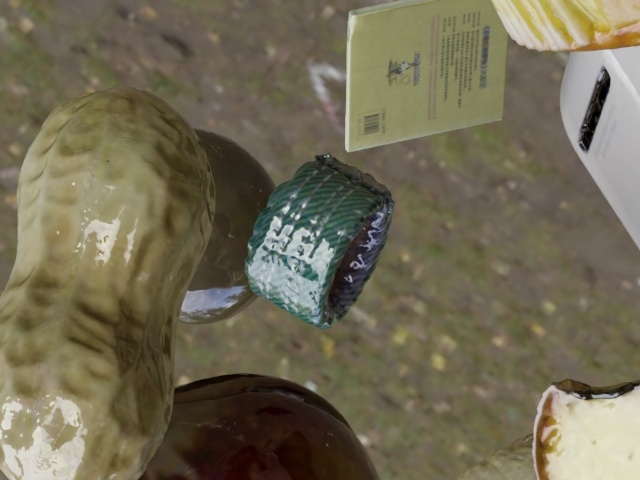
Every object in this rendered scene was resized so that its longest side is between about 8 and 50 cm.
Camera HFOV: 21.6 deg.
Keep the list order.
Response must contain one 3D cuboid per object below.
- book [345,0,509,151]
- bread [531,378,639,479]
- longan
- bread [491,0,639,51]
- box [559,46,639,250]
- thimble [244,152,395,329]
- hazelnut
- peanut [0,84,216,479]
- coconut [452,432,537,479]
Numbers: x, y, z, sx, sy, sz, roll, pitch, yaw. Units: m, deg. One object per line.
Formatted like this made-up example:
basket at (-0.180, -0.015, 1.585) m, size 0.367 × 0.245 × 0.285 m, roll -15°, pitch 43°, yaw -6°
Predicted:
book at (0.116, -0.185, 1.801) m, size 0.013 × 0.192 × 0.168 m, roll -127°, pitch 30°, yaw -50°
bread at (0.203, 0.180, 0.879) m, size 0.129 × 0.134 × 0.260 m, roll -15°, pitch 92°, yaw 19°
longan at (-0.164, -0.017, 2.242) m, size 0.258 × 0.258 × 0.258 m, roll 27°, pitch 152°, yaw 16°
bread at (0.207, -0.209, 1.028) m, size 0.250 × 0.179 × 0.133 m, roll -19°, pitch 126°, yaw 29°
box at (0.353, -0.084, 1.567) m, size 0.349 × 0.141 × 0.289 m, roll 61°, pitch 168°, yaw 23°
thimble at (-0.001, 0.002, 1.461) m, size 0.090 × 0.118 × 0.135 m, roll 30°, pitch 121°, yaw 18°
hazelnut at (-0.127, 0.366, 1.916) m, size 0.429 × 0.402 × 0.402 m, roll -21°, pitch 133°, yaw 6°
peanut at (-0.129, 0.027, 0.986) m, size 0.120 × 0.298 × 0.136 m, roll 15°, pitch 145°, yaw -13°
coconut at (0.233, 0.362, 1.345) m, size 0.415 × 0.415 × 0.345 m, roll 32°, pitch 148°, yaw 7°
